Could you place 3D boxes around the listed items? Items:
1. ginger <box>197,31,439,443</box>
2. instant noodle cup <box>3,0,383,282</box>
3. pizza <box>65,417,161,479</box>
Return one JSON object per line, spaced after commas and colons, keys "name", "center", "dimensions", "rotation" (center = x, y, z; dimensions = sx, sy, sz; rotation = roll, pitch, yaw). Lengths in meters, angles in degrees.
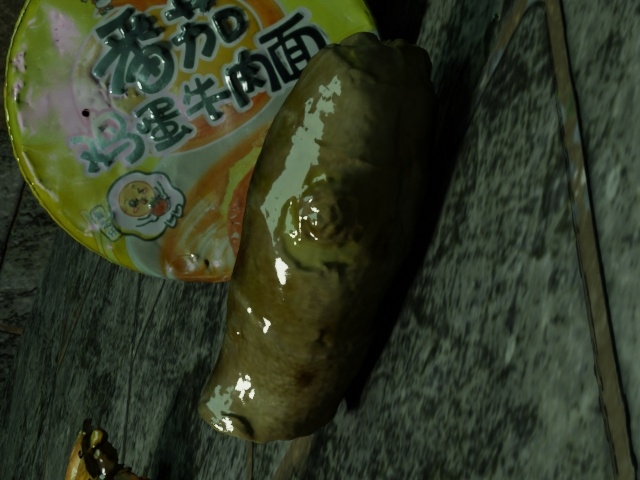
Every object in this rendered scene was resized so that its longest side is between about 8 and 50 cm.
{"name": "ginger", "center": [0.000, 0.000, 1.133], "dimensions": [0.116, 0.109, 0.263], "rotation": [43, 122, 44]}
{"name": "instant noodle cup", "center": [-0.084, -0.125, 1.327], "dimensions": [0.200, 0.264, 0.264], "rotation": [-93, 21, -70]}
{"name": "pizza", "center": [-0.183, 0.287, 1.640], "dimensions": [0.229, 0.081, 0.289], "rotation": [131, 147, -56]}
